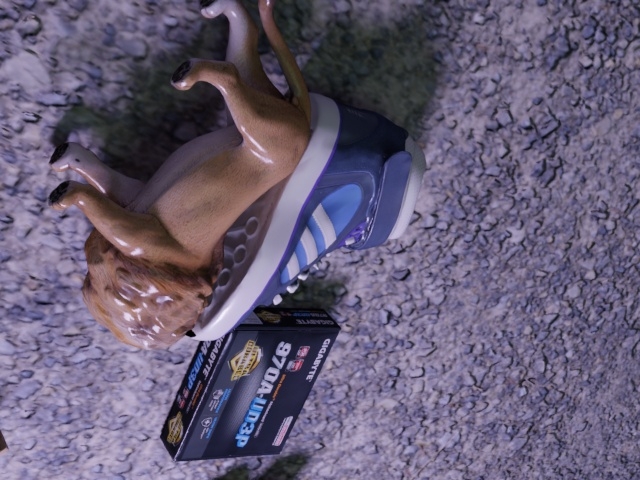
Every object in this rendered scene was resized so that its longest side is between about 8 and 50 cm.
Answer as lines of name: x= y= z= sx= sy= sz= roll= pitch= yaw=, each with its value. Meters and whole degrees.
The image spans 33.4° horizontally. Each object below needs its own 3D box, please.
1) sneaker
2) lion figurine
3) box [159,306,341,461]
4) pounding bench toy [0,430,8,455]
sneaker: x=0.000 y=-0.001 z=1.243 sx=0.236 sy=0.130 sz=0.323 roll=21 pitch=105 yaw=-40
lion figurine: x=-0.118 y=-0.062 z=1.088 sx=0.392 sy=0.142 sz=0.240 roll=-41 pitch=125 yaw=10
box: x=-0.092 y=0.187 z=1.391 sx=0.175 sy=0.051 sz=0.220 roll=5 pitch=120 yaw=-39
pounding bench toy: x=-0.406 y=0.225 z=1.188 sx=0.083 sy=0.052 sz=0.065 roll=-35 pitch=138 yaw=-7
